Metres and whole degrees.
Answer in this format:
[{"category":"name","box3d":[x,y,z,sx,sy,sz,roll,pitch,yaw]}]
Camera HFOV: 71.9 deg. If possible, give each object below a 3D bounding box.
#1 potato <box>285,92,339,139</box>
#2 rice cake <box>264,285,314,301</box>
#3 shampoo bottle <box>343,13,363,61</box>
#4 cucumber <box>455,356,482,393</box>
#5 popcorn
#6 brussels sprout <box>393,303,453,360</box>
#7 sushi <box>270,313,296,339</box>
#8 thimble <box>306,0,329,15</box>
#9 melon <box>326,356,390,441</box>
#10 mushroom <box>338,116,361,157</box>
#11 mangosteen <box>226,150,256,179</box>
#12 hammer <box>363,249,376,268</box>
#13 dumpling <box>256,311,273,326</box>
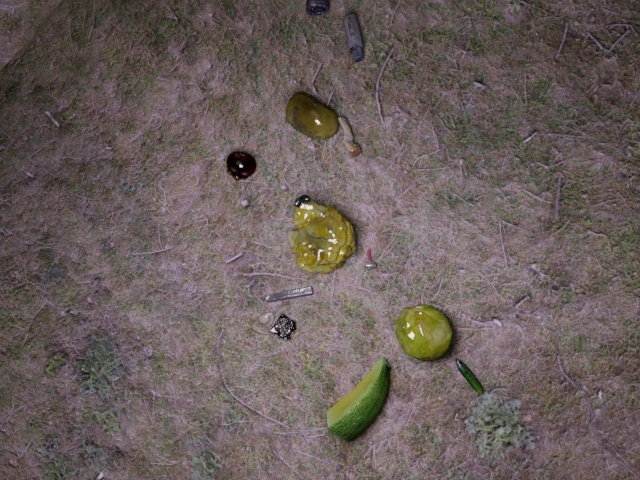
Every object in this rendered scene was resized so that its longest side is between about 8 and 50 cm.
[{"category":"potato","box3d":[-0.044,-0.553,1.919,0.271,0.111,0.160,37,85,13]},{"category":"rice cake","box3d":[-0.129,0.224,1.820,0.206,0.047,0.036,-11,63,6]},{"category":"shampoo bottle","box3d":[0.151,-0.904,1.973,0.072,0.072,0.214,-12,78,7]},{"category":"cucumber","box3d":[0.554,0.504,1.655,0.037,0.037,0.155,-36,77,1]},{"category":"popcorn","box3d":[0.002,0.002,1.741,0.292,0.237,0.293,-1,80,5]},{"category":"brussels sprout","box3d":[0.386,0.344,1.649,0.223,0.161,0.223,0,86,5]},{"category":"sushi","box3d":[-0.143,0.355,1.793,0.084,0.056,0.083,31,78,15]},{"category":"thimble","box3d":[-0.014,-1.082,2.025,0.104,0.095,0.066,-3,88,-27]},{"category":"melon","box3d":[0.168,0.591,1.650,0.323,0.196,0.124,-48,48,-6]},{"category":"mushroom","box3d":[0.121,-0.452,1.897,0.054,0.059,0.202,-23,72,21]},{"category":"mangosteen","box3d":[-0.350,-0.320,1.929,0.140,0.140,0.140,-2,79,9]},{"category":"hammer","box3d":[0.201,0.077,1.802,0.052,0.031,0.083,-2,69,6]},{"category":"dumpling","box3d":[-0.225,0.327,1.819,0.077,0.043,0.059,-23,99,1]}]
